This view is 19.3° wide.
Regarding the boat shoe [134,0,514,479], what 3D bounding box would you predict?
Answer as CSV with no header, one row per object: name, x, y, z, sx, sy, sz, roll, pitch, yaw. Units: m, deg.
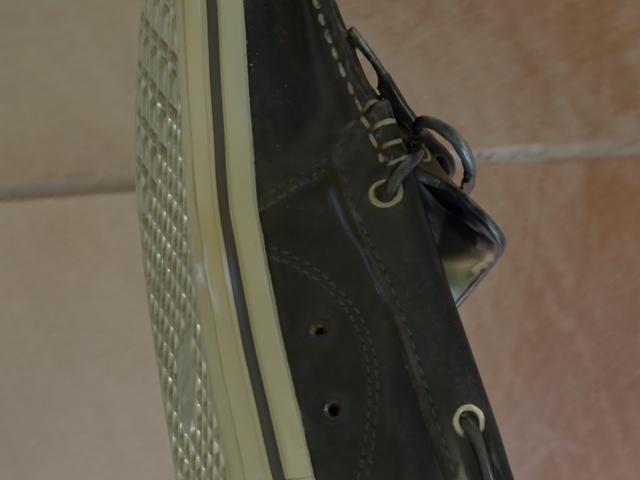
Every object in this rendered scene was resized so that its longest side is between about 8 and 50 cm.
boat shoe,0.000,0.000,0.919,0.187,0.156,0.500,113,149,-62
